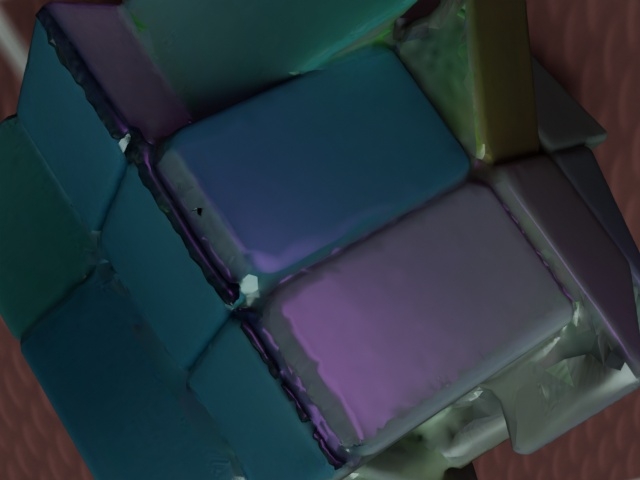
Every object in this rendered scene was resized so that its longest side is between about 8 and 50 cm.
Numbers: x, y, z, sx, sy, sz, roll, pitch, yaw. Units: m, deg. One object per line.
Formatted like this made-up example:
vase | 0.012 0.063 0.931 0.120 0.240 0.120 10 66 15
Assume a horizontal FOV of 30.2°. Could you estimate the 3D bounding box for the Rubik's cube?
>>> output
Rubik's cube | 0.000 0.000 0.719 0.358 0.368 0.387 -38 80 30
